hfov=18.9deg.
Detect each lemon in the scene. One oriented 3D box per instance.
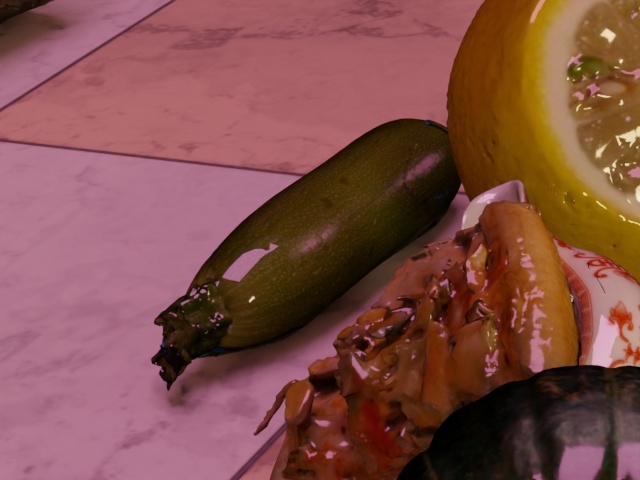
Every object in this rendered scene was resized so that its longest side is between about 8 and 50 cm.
[{"bbox_3d":[0.193,-0.076,1.212,0.240,0.240,0.219,-12,-6,-9],"label":"lemon"}]

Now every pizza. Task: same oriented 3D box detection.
[{"bbox_3d":[0.042,0.062,0.982,0.226,0.069,0.147,-25,46,45],"label":"pizza"}]

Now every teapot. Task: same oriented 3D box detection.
[{"bbox_3d":[0.109,0.087,1.016,0.159,0.116,0.245,-17,40,19],"label":"teapot"}]

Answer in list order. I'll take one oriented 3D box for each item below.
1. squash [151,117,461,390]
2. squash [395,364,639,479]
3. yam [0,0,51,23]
[{"bbox_3d":[-0.001,-0.001,1.271,0.087,0.087,0.331,12,32,34],"label":"squash"},{"bbox_3d":[0.121,0.155,0.772,0.218,0.218,0.172,-13,-13,-11],"label":"squash"},{"bbox_3d":[-0.404,-0.261,1.776,0.241,0.241,0.348,15,32,38],"label":"yam"}]
